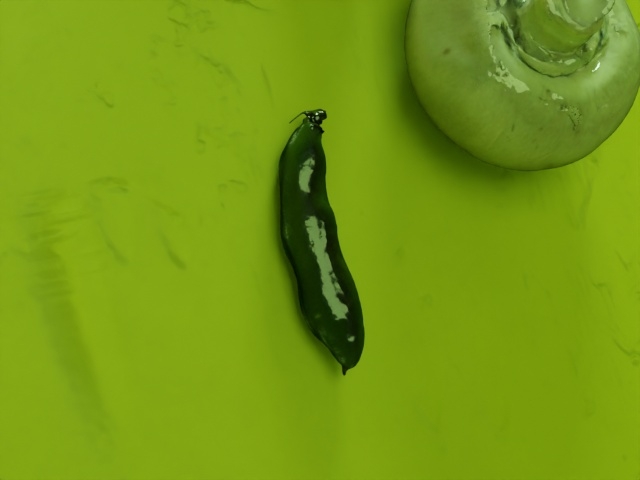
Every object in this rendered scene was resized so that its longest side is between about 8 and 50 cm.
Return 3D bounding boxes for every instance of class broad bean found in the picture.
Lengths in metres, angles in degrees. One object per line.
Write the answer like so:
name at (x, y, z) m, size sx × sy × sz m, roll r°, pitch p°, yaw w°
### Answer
broad bean at (-0.004, 0.000, 1.476) m, size 0.065 × 0.046 × 0.255 m, roll -3°, pitch 76°, yaw -29°

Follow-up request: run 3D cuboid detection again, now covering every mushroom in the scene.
mushroom at (0.205, -0.194, 1.563) m, size 0.246 × 0.202 × 0.246 m, roll 7°, pitch 67°, yaw -17°
